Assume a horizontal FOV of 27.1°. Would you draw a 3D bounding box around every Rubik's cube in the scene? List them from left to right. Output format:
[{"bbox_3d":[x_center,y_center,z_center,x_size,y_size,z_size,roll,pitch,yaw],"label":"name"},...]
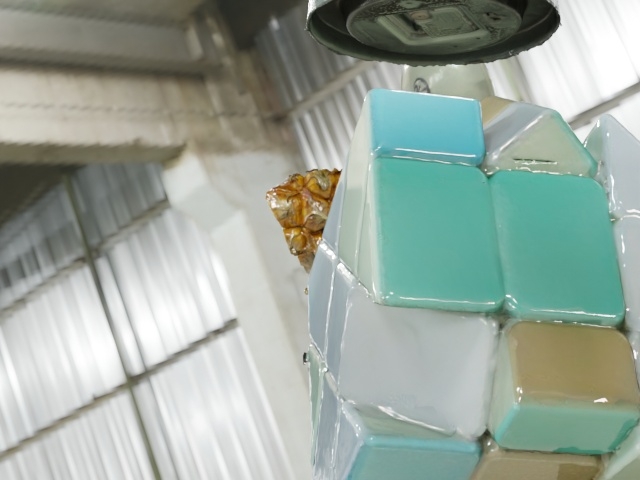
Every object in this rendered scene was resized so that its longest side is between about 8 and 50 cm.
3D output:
[{"bbox_3d":[0.108,0.047,0.703,0.213,0.265,0.224,4,-35,-9],"label":"Rubik's cube"}]

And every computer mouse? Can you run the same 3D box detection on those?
[{"bbox_3d":[0.092,-0.111,1.048,0.056,0.089,0.182,-17,-9,-5],"label":"computer mouse"}]

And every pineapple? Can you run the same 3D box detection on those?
[{"bbox_3d":[0.000,0.000,1.057,0.114,0.114,0.077,0,-8,-43],"label":"pineapple"}]

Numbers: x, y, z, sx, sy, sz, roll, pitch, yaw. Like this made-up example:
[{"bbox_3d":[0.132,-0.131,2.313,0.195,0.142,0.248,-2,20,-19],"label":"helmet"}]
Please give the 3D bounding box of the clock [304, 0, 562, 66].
[{"bbox_3d":[0.037,-0.078,0.439,0.085,0.017,0.085,1,-11,0],"label":"clock"}]
